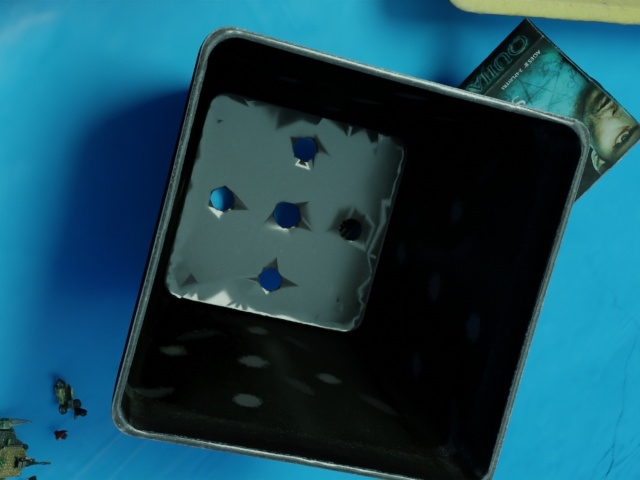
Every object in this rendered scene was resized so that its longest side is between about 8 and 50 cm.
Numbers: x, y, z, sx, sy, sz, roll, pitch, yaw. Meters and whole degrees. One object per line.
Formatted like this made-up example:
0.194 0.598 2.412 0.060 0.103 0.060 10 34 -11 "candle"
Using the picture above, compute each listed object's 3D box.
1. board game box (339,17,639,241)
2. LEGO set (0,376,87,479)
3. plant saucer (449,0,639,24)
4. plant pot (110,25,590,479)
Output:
0.100 -0.035 0.782 0.186 0.026 0.126 -46 132 16 "board game box"
-0.165 0.110 0.682 0.083 0.023 0.054 -32 126 -41 "LEGO set"
0.197 -0.303 0.777 0.333 0.081 0.332 -4 107 -37 "plant saucer"
0.000 0.000 0.650 0.188 0.167 0.187 13 98 -14 "plant pot"
